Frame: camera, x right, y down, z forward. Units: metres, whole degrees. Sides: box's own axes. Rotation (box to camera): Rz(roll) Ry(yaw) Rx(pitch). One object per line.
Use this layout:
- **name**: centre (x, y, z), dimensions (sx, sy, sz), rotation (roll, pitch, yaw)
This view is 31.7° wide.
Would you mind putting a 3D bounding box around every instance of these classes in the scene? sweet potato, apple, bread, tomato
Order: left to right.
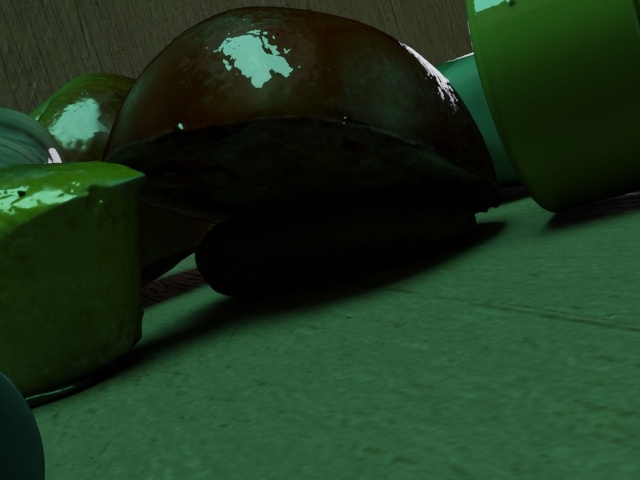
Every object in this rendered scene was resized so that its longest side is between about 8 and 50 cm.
- **bread**: centre (-0.218, 0.026, 0.854), dimensions (0.197, 0.170, 0.197), rotation (-11, 6, 1)
- **apple**: centre (-0.256, -0.063, 1.298), dimensions (0.277, 0.250, 0.309), rotation (-31, 0, 0)
- **tomato**: centre (-0.019, -0.104, 0.960), dimensions (0.339, 0.143, 0.338), rotation (2, -16, 1)
- **sweet potato**: centre (0.000, 0.000, 0.955), dimensions (0.273, 0.075, 0.075), rotation (-11, 8, 33)

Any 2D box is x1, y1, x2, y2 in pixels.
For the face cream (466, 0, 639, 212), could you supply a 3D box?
- **face cream**: centre (0.235, -0.147, 0.876), dimensions (0.179, 0.218, 0.218), rotation (-16, 6, 24)

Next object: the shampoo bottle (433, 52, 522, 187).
- **shampoo bottle**: centre (0.147, -0.122, 1.249), dimensions (0.222, 0.151, 0.349), rotation (-15, 4, -29)

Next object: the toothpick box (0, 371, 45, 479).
- **toothpick box**: centre (-0.192, 0.096, 0.464), dimensions (0.101, 0.101, 0.153), rotation (-22, 7, -39)

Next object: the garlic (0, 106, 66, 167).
- **garlic**: centre (-0.373, 0.012, 1.055), dimensions (0.241, 0.321, 0.322), rotation (15, -15, -35)
